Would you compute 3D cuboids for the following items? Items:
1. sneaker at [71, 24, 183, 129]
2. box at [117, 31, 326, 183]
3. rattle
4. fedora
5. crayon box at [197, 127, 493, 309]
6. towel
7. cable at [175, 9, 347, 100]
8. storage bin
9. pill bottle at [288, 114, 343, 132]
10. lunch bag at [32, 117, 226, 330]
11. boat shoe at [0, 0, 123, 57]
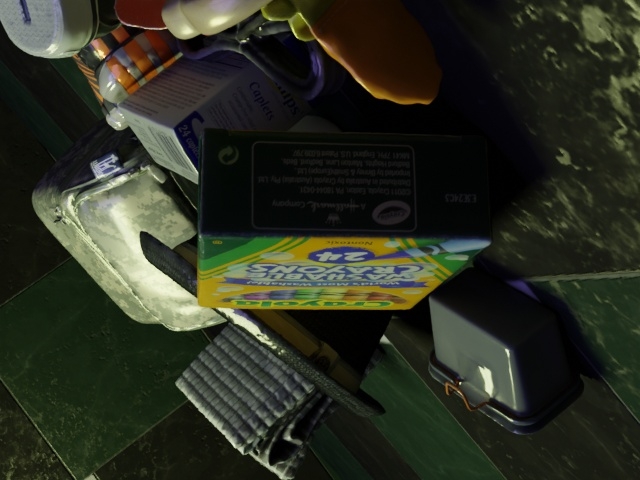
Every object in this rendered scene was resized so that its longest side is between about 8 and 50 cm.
[{"bbox_3d":[-0.214,-0.223,1.027,0.180,0.124,0.321,52,171,-3],"label":"sneaker"},{"bbox_3d":[-0.087,-0.122,0.900,0.126,0.137,0.072,27,154,54],"label":"box"},{"bbox_3d":[-0.031,-0.141,0.671,0.143,0.130,0.200,35,144,-30],"label":"rattle"},{"bbox_3d":[-0.031,0.048,1.124,0.334,0.152,0.334,36,173,5],"label":"fedora"},{"bbox_3d":[0.000,0.000,0.849,0.323,0.203,0.083,118,152,-76],"label":"crayon box"},{"bbox_3d":[-0.059,0.193,1.466,0.121,0.235,0.284,51,167,-26],"label":"towel"},{"bbox_3d":[-0.078,-0.166,0.791,0.287,0.072,0.139,54,145,42],"label":"cable"},{"bbox_3d":[0.148,0.091,0.887,0.135,0.098,0.091,32,149,47],"label":"storage bin"},{"bbox_3d":[-0.020,-0.064,0.979,0.078,0.078,0.137,48,166,1],"label":"pill bottle"},{"bbox_3d":[-0.211,-0.029,1.411,0.256,0.212,0.305,0,133,49],"label":"lunch bag"},{"bbox_3d":[-0.209,-0.310,0.764,0.121,0.119,0.335,15,123,29],"label":"boat shoe"}]
